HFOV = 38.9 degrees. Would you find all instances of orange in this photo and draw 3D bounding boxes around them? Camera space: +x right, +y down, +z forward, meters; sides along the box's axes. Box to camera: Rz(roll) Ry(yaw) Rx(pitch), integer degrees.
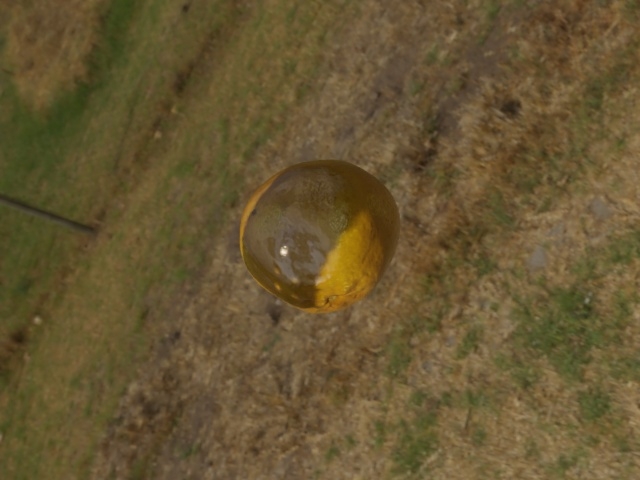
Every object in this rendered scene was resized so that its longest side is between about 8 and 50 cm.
[{"bbox_3d":[0.000,0.000,0.872,0.159,0.159,0.136,-35,51,38],"label":"orange"}]
